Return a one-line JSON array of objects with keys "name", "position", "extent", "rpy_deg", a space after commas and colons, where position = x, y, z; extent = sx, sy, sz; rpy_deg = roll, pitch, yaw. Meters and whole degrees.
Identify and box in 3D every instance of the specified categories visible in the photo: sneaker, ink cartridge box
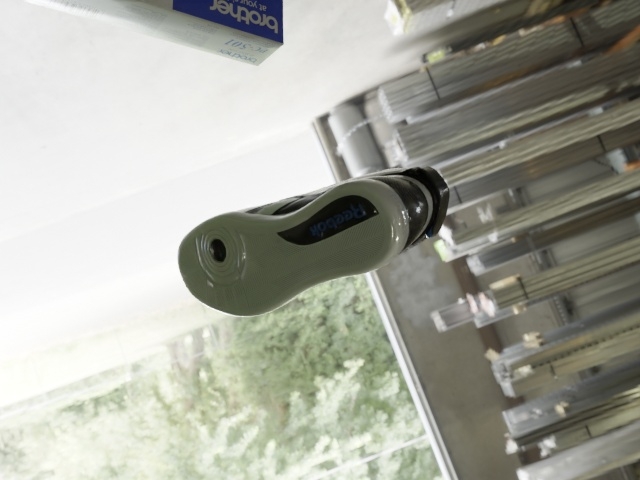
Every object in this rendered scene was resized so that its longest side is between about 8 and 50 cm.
[{"name": "sneaker", "position": [0.000, 0.000, 0.528], "extent": [0.216, 0.079, 0.121], "rpy_deg": [-13, -176, 40]}, {"name": "ink cartridge box", "position": [-0.126, -0.205, 0.512], "extent": [0.207, 0.097, 0.046], "rpy_deg": [8, 163, -33]}]
